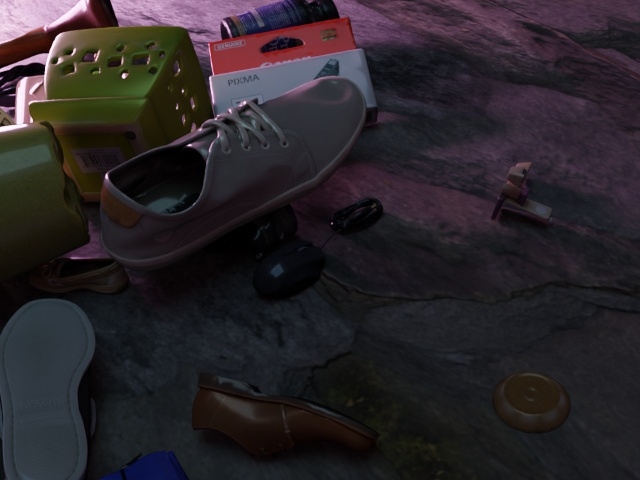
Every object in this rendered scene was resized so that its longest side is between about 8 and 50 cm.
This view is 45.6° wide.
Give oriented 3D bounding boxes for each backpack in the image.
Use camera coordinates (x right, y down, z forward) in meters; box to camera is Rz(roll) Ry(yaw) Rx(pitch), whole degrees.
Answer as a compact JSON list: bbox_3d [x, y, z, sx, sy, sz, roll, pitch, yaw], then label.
[{"bbox_3d":[-0.182,0.270,0.744,0.120,0.101,0.098,-27,36,-14],"label":"backpack"}]

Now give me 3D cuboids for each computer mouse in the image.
[{"bbox_3d":[0.000,0.000,1.066,0.071,0.041,0.242,25,51,35],"label":"computer mouse"}]

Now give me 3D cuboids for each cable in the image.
[{"bbox_3d":[-0.641,-0.325,1.572,0.185,0.047,0.150,-4,40,8],"label":"cable"}]

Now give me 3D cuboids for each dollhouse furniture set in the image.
[{"bbox_3d":[0.307,-0.078,1.074,0.081,0.091,0.114,24,46,14],"label":"dollhouse furniture set"}]

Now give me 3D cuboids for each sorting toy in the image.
[{"bbox_3d":[-0.477,-0.296,1.468,0.229,0.041,0.307,-12,49,-7],"label":"sorting toy"}]

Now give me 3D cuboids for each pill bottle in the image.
[{"bbox_3d":[-0.076,-0.404,1.489,0.219,0.122,0.122,-20,41,-12],"label":"pill bottle"}]

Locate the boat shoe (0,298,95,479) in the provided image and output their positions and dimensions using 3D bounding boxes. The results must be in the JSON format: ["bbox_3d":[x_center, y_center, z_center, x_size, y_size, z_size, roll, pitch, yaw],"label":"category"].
[{"bbox_3d":[-0.316,0.189,0.869,0.115,0.091,0.302,3,36,-15],"label":"boat shoe"}]

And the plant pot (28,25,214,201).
[{"bbox_3d":[-0.315,-0.189,1.218,0.228,0.227,0.207,1,47,12],"label":"plant pot"}]

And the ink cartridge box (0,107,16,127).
[{"bbox_3d":[-0.624,-0.207,1.204,0.130,0.309,0.271,-18,39,24],"label":"ink cartridge box"}]

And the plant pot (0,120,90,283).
[{"bbox_3d":[-0.462,-0.043,1.031,0.254,0.276,0.276,-19,41,-11],"label":"plant pot"}]

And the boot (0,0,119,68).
[{"bbox_3d":[-0.567,-0.435,1.572,0.281,0.096,0.264,-20,13,-17],"label":"boot"}]

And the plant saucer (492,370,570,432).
[{"bbox_3d":[0.232,0.172,0.837,0.084,0.015,0.083,-6,41,5],"label":"plant saucer"}]

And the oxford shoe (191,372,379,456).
[{"bbox_3d":[-0.041,0.204,0.831,0.212,0.076,0.076,9,74,18],"label":"oxford shoe"}]

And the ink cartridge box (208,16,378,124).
[{"bbox_3d":[-0.056,-0.293,1.335,0.275,0.060,0.238,-11,67,-1],"label":"ink cartridge box"}]

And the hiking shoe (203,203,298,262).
[{"bbox_3d":[-0.151,-0.040,1.108,0.227,0.086,0.114,18,44,28],"label":"hiking shoe"}]

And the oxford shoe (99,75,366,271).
[{"bbox_3d":[-0.106,-0.121,1.049,0.449,0.130,0.169,-34,55,-25],"label":"oxford shoe"}]

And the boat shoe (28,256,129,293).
[{"bbox_3d":[-0.348,0.043,1.080,0.153,0.048,0.056,5,42,17],"label":"boat shoe"}]
